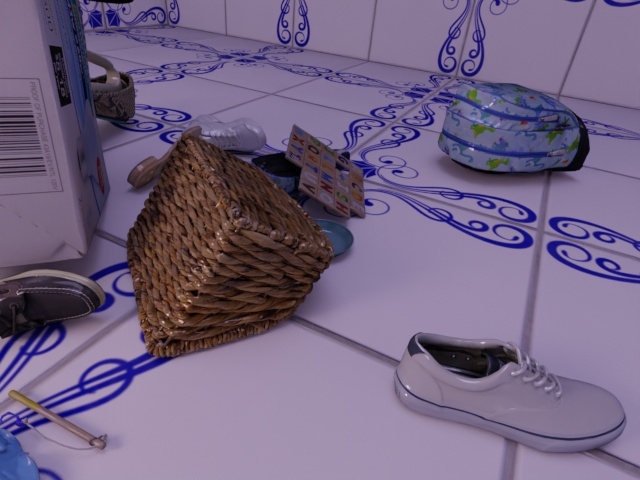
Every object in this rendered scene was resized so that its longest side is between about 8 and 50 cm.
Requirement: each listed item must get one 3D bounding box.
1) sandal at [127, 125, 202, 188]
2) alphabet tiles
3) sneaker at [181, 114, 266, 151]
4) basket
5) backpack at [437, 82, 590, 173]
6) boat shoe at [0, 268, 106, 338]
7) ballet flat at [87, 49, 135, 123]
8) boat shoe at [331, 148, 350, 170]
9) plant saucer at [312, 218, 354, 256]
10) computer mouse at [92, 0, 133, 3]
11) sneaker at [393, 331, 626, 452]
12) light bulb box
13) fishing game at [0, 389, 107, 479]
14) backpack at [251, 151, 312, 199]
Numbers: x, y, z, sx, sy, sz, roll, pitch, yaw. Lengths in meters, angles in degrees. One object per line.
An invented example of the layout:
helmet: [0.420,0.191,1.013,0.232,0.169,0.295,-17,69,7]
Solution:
sandal: [-0.317,-0.169,0.938,0.079,0.088,0.240,40,44,-5]
alphabet tiles: [0.014,-0.142,0.881,0.198,0.009,0.237,30,34,-19]
sneaker: [-0.249,-0.255,1.061,0.231,0.091,0.115,10,39,22]
basket: [-0.143,0.014,0.646,0.213,0.223,0.299,23,17,-41]
backpack: [0.484,-0.293,1.101,0.355,0.274,0.290,-17,44,-11]
boat shoe: [-0.387,0.086,0.517,0.223,0.080,0.074,-1,39,0]
ballet flat: [-0.583,-0.358,0.974,0.163,0.182,0.483,18,20,-2]
boat shoe: [-0.003,-0.185,1.005,0.066,0.066,0.183,21,26,30]
plant saucer: [0.000,0.000,0.752,0.119,0.021,0.119,4,32,-3]
computer mouse: [-0.426,-0.429,0.656,0.261,0.060,0.184,-10,23,-29]
sneaker: [0.215,0.165,0.468,0.257,0.091,0.094,8,33,3]
light bulb box: [-0.471,-0.188,0.616,0.225,0.359,0.361,-6,24,-19]
fishing game: [-0.332,0.232,0.333,0.188,0.041,0.264,15,26,13]
backpack: [-0.091,-0.128,0.873,0.105,0.084,0.114,36,32,29]
